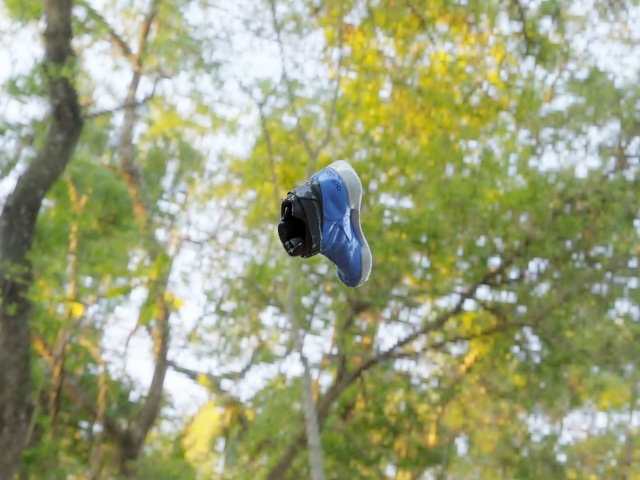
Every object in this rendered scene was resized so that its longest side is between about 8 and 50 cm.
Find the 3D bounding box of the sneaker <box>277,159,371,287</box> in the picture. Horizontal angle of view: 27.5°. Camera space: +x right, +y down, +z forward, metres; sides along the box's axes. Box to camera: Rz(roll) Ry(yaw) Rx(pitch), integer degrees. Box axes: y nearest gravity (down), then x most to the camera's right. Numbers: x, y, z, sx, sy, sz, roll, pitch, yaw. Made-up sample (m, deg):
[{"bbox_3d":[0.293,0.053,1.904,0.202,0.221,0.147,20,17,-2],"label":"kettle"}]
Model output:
[{"bbox_3d":[-0.001,-0.001,1.258,0.084,0.058,0.152,-28,-40,-20],"label":"sneaker"}]
